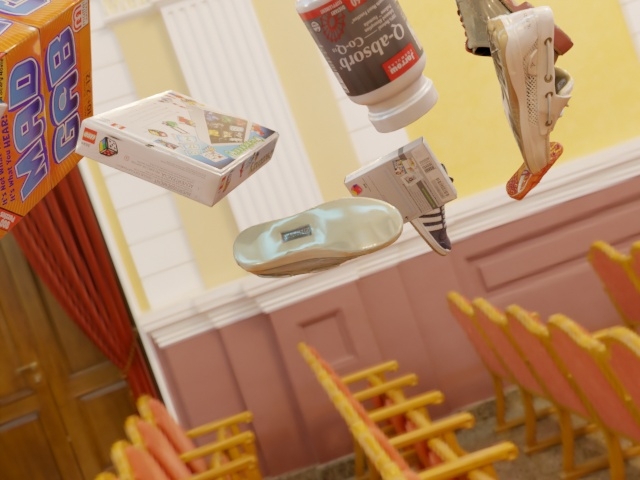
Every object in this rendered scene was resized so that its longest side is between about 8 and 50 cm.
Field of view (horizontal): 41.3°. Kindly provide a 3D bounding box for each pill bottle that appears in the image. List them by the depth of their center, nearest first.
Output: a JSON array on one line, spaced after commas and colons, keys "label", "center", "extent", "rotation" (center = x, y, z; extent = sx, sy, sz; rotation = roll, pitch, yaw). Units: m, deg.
[{"label": "pill bottle", "center": [0.117, -0.445, 1.959], "extent": [0.210, 0.363, 0.210], "rotation": [-28, 24, 14]}]

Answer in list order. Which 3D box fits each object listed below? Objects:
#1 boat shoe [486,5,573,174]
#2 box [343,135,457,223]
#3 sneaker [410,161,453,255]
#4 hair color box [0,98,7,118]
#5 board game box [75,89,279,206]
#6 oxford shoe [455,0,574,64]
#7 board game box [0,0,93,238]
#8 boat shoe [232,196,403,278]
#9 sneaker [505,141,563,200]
[{"label": "boat shoe", "center": [0.299, -0.197, 1.155], "extent": [0.096, 0.098, 0.277], "rotation": [-20, -39, 7]}, {"label": "box", "center": [0.165, -0.109, 1.745], "extent": [0.186, 0.145, 0.038], "rotation": [-28, 23, 21]}, {"label": "sneaker", "center": [0.286, -0.089, 2.111], "extent": [0.153, 0.282, 0.099], "rotation": [-38, 31, 9]}, {"label": "hair color box", "center": [-0.619, -0.081, 1.251], "extent": [0.347, 0.105, 0.174], "rotation": [-59, -3, 8]}, {"label": "board game box", "center": [-0.187, -0.140, 1.205], "extent": [0.193, 0.053, 0.305], "rotation": [22, 20, 5]}, {"label": "oxford shoe", "center": [0.289, -0.414, 1.552], "extent": [0.130, 0.348, 0.123], "rotation": [-52, -27, 17]}, {"label": "board game box", "center": [-0.676, -0.286, 1.607], "extent": [0.357, 0.356, 0.356], "rotation": [17, 40, 8]}, {"label": "boat shoe", "center": [0.000, 0.001, 1.135], "extent": [0.228, 0.079, 0.081], "rotation": [-11, -22, 7]}, {"label": "sneaker", "center": [0.524, -0.173, 2.078], "extent": [0.175, 0.064, 0.067], "rotation": [-46, -32, 16]}]
